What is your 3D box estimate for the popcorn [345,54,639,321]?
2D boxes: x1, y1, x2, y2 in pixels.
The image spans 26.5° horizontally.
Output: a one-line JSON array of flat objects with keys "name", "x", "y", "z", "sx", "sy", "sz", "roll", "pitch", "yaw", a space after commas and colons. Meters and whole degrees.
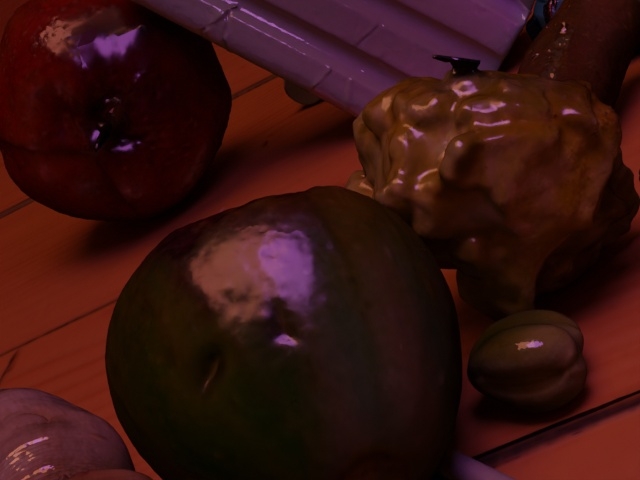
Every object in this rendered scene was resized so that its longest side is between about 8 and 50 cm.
[{"name": "popcorn", "x": 0.092, "y": -0.037, "z": 0.765, "sx": 0.173, "sy": 0.173, "sz": 0.142, "roll": -111, "pitch": 45, "yaw": -71}]

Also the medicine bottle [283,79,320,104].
[{"name": "medicine bottle", "x": -0.006, "y": -0.181, "z": 1.452, "sx": 0.047, "sy": 0.047, "sz": 0.083, "roll": -19, "pitch": 21, "yaw": 30}]

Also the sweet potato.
[{"name": "sweet potato", "x": 0.161, "y": -0.092, "z": 0.940, "sx": 0.077, "sy": 0.077, "sz": 0.243, "roll": -10, "pitch": 37, "yaw": 46}]

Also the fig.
[{"name": "fig", "x": -0.010, "y": 0.063, "z": 0.675, "sx": 0.181, "sy": 0.181, "sz": 0.191, "roll": -30, "pitch": 38, "yaw": 2}]

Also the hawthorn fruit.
[{"name": "hawthorn fruit", "x": -0.214, "y": -0.126, "z": 1.318, "sx": 0.254, "sy": 0.254, "sz": 0.300, "roll": -27, "pitch": 19, "yaw": 9}]

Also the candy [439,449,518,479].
[{"name": "candy", "x": 0.118, "y": 0.113, "z": 0.492, "sx": 0.124, "sy": 0.124, "sz": 0.365, "roll": -35, "pitch": 11, "yaw": -12}]

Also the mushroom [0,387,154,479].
[{"name": "mushroom", "x": -0.167, "y": 0.147, "z": 0.783, "sx": 0.123, "sy": 0.095, "sz": 0.351, "roll": -30, "pitch": 13, "yaw": -20}]

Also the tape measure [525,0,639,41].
[{"name": "tape measure", "x": 0.238, "y": -0.200, "z": 1.089, "sx": 0.146, "sy": 0.081, "sz": 0.125, "roll": -43, "pitch": 20, "yaw": -31}]

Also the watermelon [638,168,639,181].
[{"name": "watermelon", "x": 0.225, "y": -0.034, "z": 0.720, "sx": 0.105, "sy": 0.062, "sz": 0.105, "roll": -22, "pitch": 15, "yaw": 6}]

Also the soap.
[{"name": "soap", "x": 0.014, "y": -0.245, "z": 1.228, "sx": 0.208, "sy": 0.347, "sz": 0.115, "roll": -63, "pitch": -1, "yaw": 21}]

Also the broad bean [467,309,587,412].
[{"name": "broad bean", "x": 0.106, "y": 0.059, "z": 0.696, "sx": 0.063, "sy": 0.045, "sz": 0.083, "roll": -29, "pitch": 11, "yaw": 0}]
